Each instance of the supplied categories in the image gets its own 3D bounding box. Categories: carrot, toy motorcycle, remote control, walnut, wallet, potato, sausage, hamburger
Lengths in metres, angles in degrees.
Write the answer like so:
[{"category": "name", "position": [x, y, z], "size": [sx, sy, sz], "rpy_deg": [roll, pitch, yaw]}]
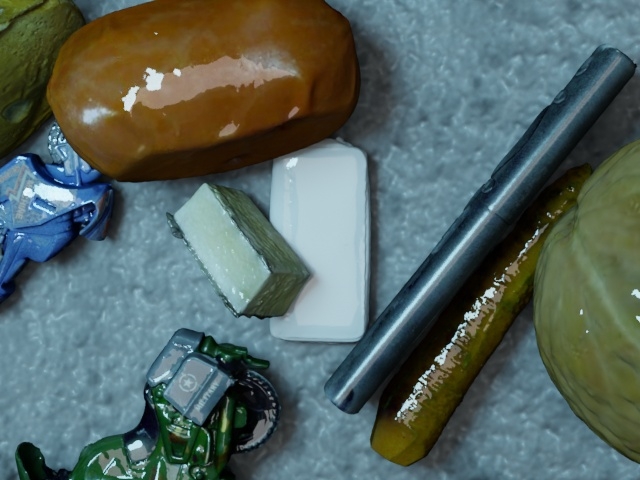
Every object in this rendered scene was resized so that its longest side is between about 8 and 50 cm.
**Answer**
[{"category": "carrot", "position": [0.145, 0.060, 1.077], "size": [0.066, 0.066, 0.314], "rpy_deg": [34, 95, 4]}, {"category": "toy motorcycle", "position": [-0.164, 0.194, 1.093], "size": [0.187, 0.125, 0.274], "rpy_deg": [35, 93, -6]}, {"category": "remote control", "position": [0.135, -0.008, 1.055], "size": [0.044, 0.107, 0.377], "rpy_deg": [38, 96, 0]}, {"category": "walnut", "position": [0.338, 0.055, 0.953], "size": [0.333, 0.333, 0.332], "rpy_deg": [0, 92, 6]}, {"category": "wallet", "position": [0.000, 0.000, 1.108], "size": [0.095, 0.033, 0.190], "rpy_deg": [3, 93, 4]}, {"category": "potato", "position": [-0.073, 0.008, 1.075], "size": [0.061, 0.086, 0.122], "rpy_deg": [-45, 67, 18]}, {"category": "sausage", "position": [-0.099, -0.134, 1.047], "size": [0.268, 0.153, 0.141], "rpy_deg": [-13, 77, -2]}, {"category": "hamburger", "position": [-0.309, -0.161, 1.062], "size": [0.122, 0.189, 0.215], "rpy_deg": [42, 95, 13]}, {"category": "toy motorcycle", "position": [-0.263, -0.023, 1.119], "size": [0.205, 0.076, 0.114], "rpy_deg": [-36, 95, 7]}]
